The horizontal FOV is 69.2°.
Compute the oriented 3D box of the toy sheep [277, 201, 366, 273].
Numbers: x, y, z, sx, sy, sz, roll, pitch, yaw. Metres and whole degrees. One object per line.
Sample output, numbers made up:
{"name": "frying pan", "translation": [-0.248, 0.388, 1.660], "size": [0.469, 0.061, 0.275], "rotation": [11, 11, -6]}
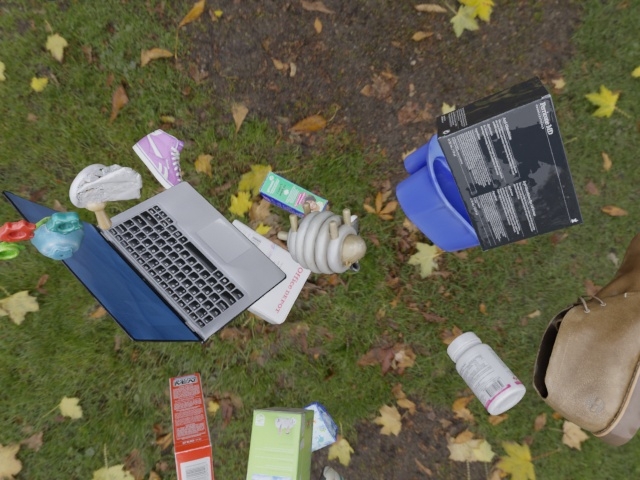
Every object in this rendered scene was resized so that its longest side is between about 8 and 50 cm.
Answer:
{"name": "toy sheep", "translation": [0.000, 0.000, 0.603], "size": [0.132, 0.091, 0.091], "rotation": [14, 83, 33]}

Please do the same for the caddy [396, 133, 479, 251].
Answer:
{"name": "caddy", "translation": [0.362, -0.124, 1.230], "size": [0.341, 0.179, 0.241], "rotation": [39, 50, -24]}

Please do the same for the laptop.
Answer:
{"name": "laptop", "translation": [-0.319, 0.003, 0.962], "size": [0.382, 0.236, 0.408], "rotation": [42, 53, 15]}

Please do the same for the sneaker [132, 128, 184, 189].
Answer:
{"name": "sneaker", "translation": [-0.546, -0.285, 1.719], "size": [0.161, 0.102, 0.282], "rotation": [-38, 94, -7]}

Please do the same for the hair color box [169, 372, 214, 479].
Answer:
{"name": "hair color box", "translation": [-0.201, 0.296, 0.718], "size": [0.053, 0.167, 0.093], "rotation": [-6, 112, -17]}

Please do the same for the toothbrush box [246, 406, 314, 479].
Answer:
{"name": "toothbrush box", "translation": [-0.095, 0.557, 1.121], "size": [0.122, 0.206, 0.284], "rotation": [0, 73, 8]}

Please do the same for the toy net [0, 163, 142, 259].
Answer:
{"name": "toy net", "translation": [-0.322, -0.042, 0.591], "size": [0.232, 0.122, 0.045], "rotation": [-34, 65, 27]}

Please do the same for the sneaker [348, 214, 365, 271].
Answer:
{"name": "sneaker", "translation": [0.086, 0.010, 1.127], "size": [0.064, 0.158, 0.061], "rotation": [27, 45, 27]}

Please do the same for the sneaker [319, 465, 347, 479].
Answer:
{"name": "sneaker", "translation": [0.043, 0.465, 0.857], "size": [0.075, 0.161, 0.057], "rotation": [9, 56, 23]}

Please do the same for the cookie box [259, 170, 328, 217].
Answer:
{"name": "cookie box", "translation": [-0.044, -0.069, 0.784], "size": [0.107, 0.092, 0.040], "rotation": [26, 87, 0]}

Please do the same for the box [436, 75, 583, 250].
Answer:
{"name": "box", "translation": [0.343, -0.128, 0.843], "size": [0.184, 0.103, 0.261], "rotation": [-17, 122, 25]}

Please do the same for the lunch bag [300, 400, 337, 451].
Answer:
{"name": "lunch bag", "translation": [-0.029, 0.660, 1.660], "size": [0.128, 0.096, 0.151], "rotation": [-30, 102, 10]}

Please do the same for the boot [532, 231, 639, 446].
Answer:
{"name": "boot", "translation": [0.379, 0.095, 0.608], "size": [0.115, 0.112, 0.305], "rotation": [27, 69, 15]}

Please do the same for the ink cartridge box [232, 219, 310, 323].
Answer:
{"name": "ink cartridge box", "translation": [-0.220, 0.110, 1.547], "size": [0.306, 0.131, 0.226], "rotation": [34, 71, -12]}

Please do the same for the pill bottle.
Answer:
{"name": "pill bottle", "translation": [0.621, 0.498, 1.768], "size": [0.160, 0.283, 0.160], "rotation": [-17, 135, -18]}
